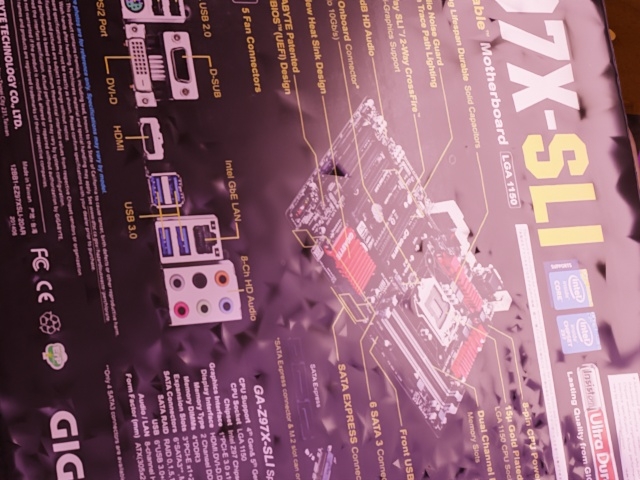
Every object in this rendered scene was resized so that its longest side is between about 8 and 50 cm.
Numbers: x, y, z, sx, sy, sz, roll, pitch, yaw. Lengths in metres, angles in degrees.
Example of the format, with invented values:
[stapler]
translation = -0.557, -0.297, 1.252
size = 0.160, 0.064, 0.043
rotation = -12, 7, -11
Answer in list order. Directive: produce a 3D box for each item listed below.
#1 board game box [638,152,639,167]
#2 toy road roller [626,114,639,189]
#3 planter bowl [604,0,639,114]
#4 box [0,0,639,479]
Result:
[board game box]
translation = 0.187, -0.029, 1.414
size = 0.144, 0.275, 0.142
rotation = -79, 155, -61
[toy road roller]
translation = -0.012, -0.015, 0.778
size = 0.329, 0.240, 0.202
rotation = 32, 32, -20
[planter bowl]
translation = 0.126, -0.113, 0.688
size = 0.090, 0.217, 0.217
rotation = -63, 152, -22
[box]
translation = -0.017, -0.028, 0.558
size = 0.257, 0.079, 0.322
rotation = -4, 80, -35
